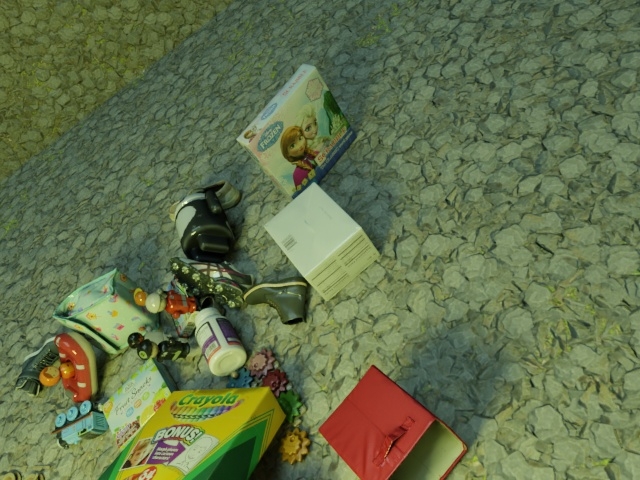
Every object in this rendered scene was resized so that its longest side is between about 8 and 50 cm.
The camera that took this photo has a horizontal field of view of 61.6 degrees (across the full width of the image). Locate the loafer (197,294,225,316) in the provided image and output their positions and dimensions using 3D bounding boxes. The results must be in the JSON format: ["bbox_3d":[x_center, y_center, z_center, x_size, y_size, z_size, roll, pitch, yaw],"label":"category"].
[{"bbox_3d":[-0.351,0.191,1.676,0.148,0.050,0.056,28,75,41],"label":"loafer"}]

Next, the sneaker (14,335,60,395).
[{"bbox_3d":[-0.947,0.436,1.833,0.226,0.086,0.163,-34,35,19],"label":"sneaker"}]

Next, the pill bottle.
[{"bbox_3d":[-0.294,0.283,1.533,0.108,0.108,0.193,-40,46,0],"label":"pill bottle"}]

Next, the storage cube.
[{"bbox_3d":[0.149,0.406,1.103,0.183,0.215,0.193,-49,41,-7],"label":"storage cube"}]

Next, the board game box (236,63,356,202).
[{"bbox_3d":[-0.061,-0.321,1.684,0.066,0.318,0.318,29,77,42],"label":"board game box"}]

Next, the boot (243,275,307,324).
[{"bbox_3d":[-0.131,0.188,1.530,0.198,0.077,0.137,-18,55,21],"label":"boot"}]

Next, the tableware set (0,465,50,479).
[{"bbox_3d":[-0.922,0.749,1.632,0.194,0.039,0.128,-11,53,25],"label":"tableware set"}]

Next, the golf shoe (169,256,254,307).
[{"bbox_3d":[-0.337,0.113,1.655,0.273,0.105,0.120,23,40,13],"label":"golf shoe"}]

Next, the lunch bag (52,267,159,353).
[{"bbox_3d":[-0.688,0.244,1.727,0.262,0.223,0.160,-29,40,11],"label":"lunch bag"}]

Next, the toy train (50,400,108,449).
[{"bbox_3d":[-0.730,0.560,1.626,0.184,0.080,0.105,-28,54,12],"label":"toy train"}]

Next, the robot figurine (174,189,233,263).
[{"bbox_3d":[-0.391,-0.038,1.781,0.209,0.173,0.278,-30,47,2],"label":"robot figurine"}]

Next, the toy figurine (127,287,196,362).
[{"bbox_3d":[-0.481,0.245,1.590,0.209,0.148,0.213,6,87,53],"label":"toy figurine"}]

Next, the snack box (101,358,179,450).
[{"bbox_3d":[-0.516,0.476,1.558,0.207,0.070,0.174,-44,47,-5],"label":"snack box"}]

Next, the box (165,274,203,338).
[{"bbox_3d":[-0.437,0.197,1.703,0.114,0.036,0.207,-58,42,21],"label":"box"}]

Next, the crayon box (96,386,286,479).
[{"bbox_3d":[-0.307,0.496,1.269,0.363,0.106,0.313,-13,25,35],"label":"crayon box"}]

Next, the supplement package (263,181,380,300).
[{"bbox_3d":[0.000,0.000,1.531,0.204,0.145,0.262,-41,46,-1],"label":"supplement package"}]

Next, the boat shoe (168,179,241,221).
[{"bbox_3d":[-0.437,-0.148,1.942,0.302,0.098,0.109,-13,52,24],"label":"boat shoe"}]

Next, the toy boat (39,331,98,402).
[{"bbox_3d":[-0.794,0.403,1.669,0.151,0.151,0.231,13,108,38],"label":"toy boat"}]

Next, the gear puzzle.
[{"bbox_3d":[-0.135,0.430,1.371,0.175,0.044,0.339,-41,46,-1],"label":"gear puzzle"}]
